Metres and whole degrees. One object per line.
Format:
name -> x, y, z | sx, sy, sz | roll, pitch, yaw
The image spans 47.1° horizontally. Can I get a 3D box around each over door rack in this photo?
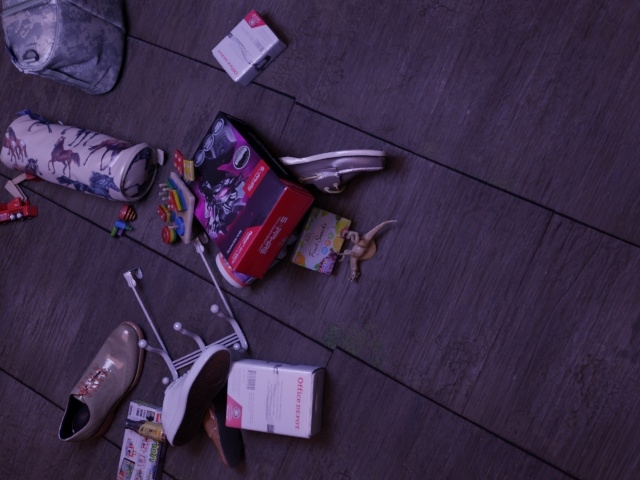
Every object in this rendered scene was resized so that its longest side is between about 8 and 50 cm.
over door rack -> -0.350, 0.171, 1.837 | 0.239, 0.108, 0.324 | -26, 80, 15

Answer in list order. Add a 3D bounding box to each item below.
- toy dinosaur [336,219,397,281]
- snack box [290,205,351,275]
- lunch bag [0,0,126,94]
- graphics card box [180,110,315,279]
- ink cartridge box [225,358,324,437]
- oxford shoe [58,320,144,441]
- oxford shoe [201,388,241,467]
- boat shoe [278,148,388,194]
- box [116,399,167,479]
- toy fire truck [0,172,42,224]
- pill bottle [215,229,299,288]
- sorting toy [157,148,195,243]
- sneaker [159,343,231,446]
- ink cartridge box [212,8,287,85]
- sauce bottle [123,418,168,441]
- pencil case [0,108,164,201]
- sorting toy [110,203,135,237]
toy dinosaur -> 0.095, 0.005, 1.712 | 0.092, 0.053, 0.183 | 24, 109, -21
snack box -> 0.000, 0.000, 1.736 | 0.100, 0.037, 0.141 | 20, 95, -14
lunch bag -> -0.645, -0.520, 1.860 | 0.212, 0.305, 0.256 | -11, 83, 19
graphics card box -> -0.186, -0.114, 1.708 | 0.233, 0.094, 0.371 | -56, 45, 18
ink cartridge box -> -0.106, 0.372, 1.754 | 0.217, 0.092, 0.159 | 3, 89, 21
oxford shoe -> -0.561, 0.371, 1.889 | 0.123, 0.130, 0.348 | 25, 96, 18
oxford shoe -> -0.255, 0.463, 1.819 | 0.076, 0.076, 0.212 | -32, 69, 29
boat shoe -> 0.006, -0.154, 1.724 | 0.324, 0.116, 0.097 | -5, 87, 23
box -> -0.453, 0.528, 1.896 | 0.114, 0.036, 0.207 | 12, 92, 19
toy fire truck -> -0.845, -0.122, 2.048 | 0.192, 0.047, 0.135 | -10, 84, 19
pill bottle -> -0.149, 0.021, 1.772 | 0.193, 0.108, 0.108 | -38, 77, 13
sorting toy -> -0.354, -0.086, 1.784 | 0.132, 0.046, 0.275 | 48, 136, 43
sneaker -> -0.317, 0.348, 1.766 | 0.123, 0.106, 0.290 | 44, 112, 39
ink cartridge box -> -0.177, -0.475, 1.824 | 0.150, 0.063, 0.109 | -41, 76, 14
sauce bottle -> -0.436, 0.476, 1.850 | 0.128, 0.042, 0.042 | 7, 90, 20
pencil case -> -0.618, -0.221, 1.911 | 0.410, 0.160, 0.184 | 16, 56, 17
sorting toy -> -0.517, -0.045, 1.937 | 0.042, 0.061, 0.102 | 24, 105, -16
